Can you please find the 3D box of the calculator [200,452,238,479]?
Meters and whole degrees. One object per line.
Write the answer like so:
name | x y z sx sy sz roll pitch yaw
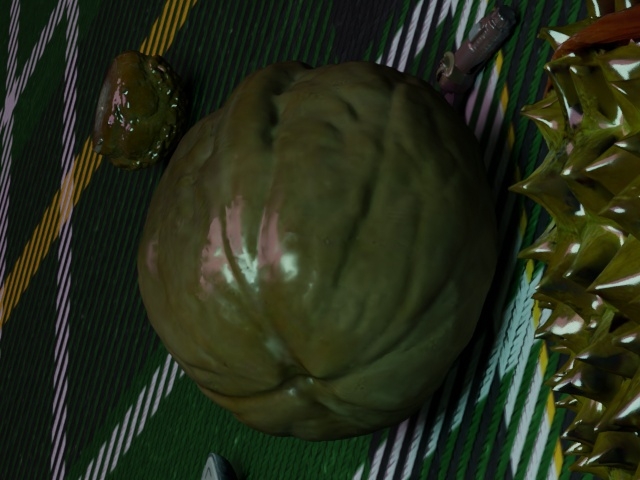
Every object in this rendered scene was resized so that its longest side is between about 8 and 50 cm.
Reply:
calculator | -0.111 0.346 1.846 0.177 0.040 0.268 130 146 -48

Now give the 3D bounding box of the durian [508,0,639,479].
durian | 0.244 0.003 0.866 0.347 0.347 0.384 -14 96 66

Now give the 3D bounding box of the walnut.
walnut | -0.002 -0.001 1.517 0.277 0.252 0.313 -54 20 42

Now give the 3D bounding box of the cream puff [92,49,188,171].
cream puff | -0.208 -0.149 2.303 0.126 0.103 0.144 -134 61 -71

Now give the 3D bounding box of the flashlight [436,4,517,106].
flashlight | 0.122 -0.153 1.600 0.110 0.031 0.052 -50 33 47
